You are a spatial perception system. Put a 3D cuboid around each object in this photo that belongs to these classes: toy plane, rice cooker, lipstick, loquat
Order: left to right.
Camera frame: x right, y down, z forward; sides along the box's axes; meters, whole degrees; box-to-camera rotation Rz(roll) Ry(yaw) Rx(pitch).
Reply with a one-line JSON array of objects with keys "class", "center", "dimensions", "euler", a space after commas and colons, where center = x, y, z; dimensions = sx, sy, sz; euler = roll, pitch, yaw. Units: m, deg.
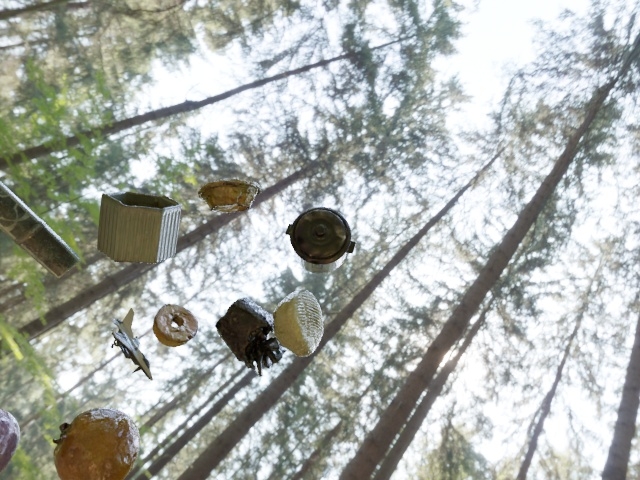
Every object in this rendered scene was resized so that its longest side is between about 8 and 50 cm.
[{"class": "lipstick", "center": [-0.704, -0.037, 1.049], "dimensions": [0.290, 0.077, 0.076], "euler": [53, -21, -23]}, {"class": "loquat", "center": [-0.635, 0.597, 1.278], "dimensions": [0.193, 0.238, 0.238], "euler": [-1, -63, 53]}, {"class": "toy plane", "center": [-0.564, 0.319, 1.316], "dimensions": [0.160, 0.082, 0.234], "euler": [81, -15, -70]}, {"class": "rice cooker", "center": [0.000, 0.000, 1.767], "dimensions": [0.280, 0.241, 0.227], "euler": [18, -20, 7]}]

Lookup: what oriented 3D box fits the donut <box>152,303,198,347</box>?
[{"class": "donut", "center": [-0.529, 0.312, 1.602], "dimensions": [0.162, 0.178, 0.065], "euler": [39, -66, -3]}]

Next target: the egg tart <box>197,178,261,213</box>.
[{"class": "egg tart", "center": [-0.287, -0.139, 1.425], "dimensions": [0.212, 0.212, 0.090], "euler": [-14, -98, 46]}]

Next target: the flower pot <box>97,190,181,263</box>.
[{"class": "flower pot", "center": [-0.580, -0.046, 1.425], "dimensions": [0.209, 0.239, 0.190], "euler": [-140, -120, -63]}]

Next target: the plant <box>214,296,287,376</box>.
[{"class": "plant", "center": [-0.245, 0.353, 1.657], "dimensions": [0.276, 0.188, 0.199], "euler": [44, -1, 12]}]

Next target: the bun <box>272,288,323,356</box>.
[{"class": "bun", "center": [-0.079, 0.278, 1.483], "dimensions": [0.134, 0.220, 0.221], "euler": [-12, -69, 23]}]

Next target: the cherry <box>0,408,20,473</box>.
[{"class": "cherry", "center": [-0.871, 0.527, 1.080], "dimensions": [0.239, 0.239, 0.206], "euler": [25, -20, 27]}]
